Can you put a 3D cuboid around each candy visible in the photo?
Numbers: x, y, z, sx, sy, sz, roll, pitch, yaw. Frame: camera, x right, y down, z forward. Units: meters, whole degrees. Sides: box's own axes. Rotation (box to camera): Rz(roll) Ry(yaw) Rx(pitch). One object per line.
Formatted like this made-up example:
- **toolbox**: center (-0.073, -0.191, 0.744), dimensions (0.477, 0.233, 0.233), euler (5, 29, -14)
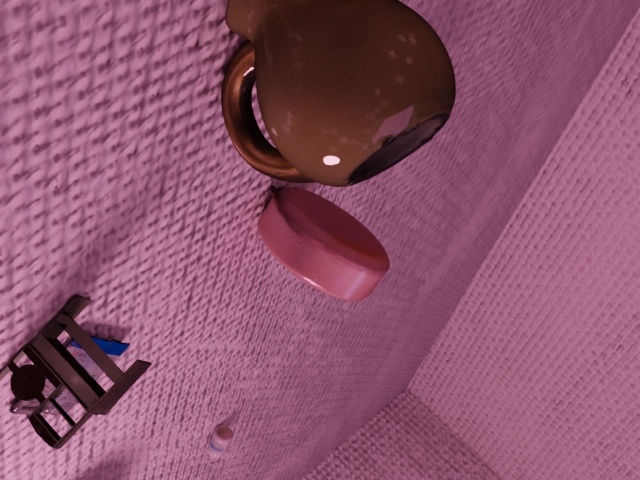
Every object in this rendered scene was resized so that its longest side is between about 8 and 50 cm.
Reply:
- **candy**: center (0.000, 0.000, 1.655), dimensions (0.094, 0.255, 0.255), euler (-55, 160, 17)

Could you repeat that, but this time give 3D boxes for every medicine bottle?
- **medicine bottle**: center (-0.261, 0.522, 2.414), dimensions (0.052, 0.052, 0.089), euler (-29, 155, -44)

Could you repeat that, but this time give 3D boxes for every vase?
- **vase**: center (-0.014, -0.210, 1.189), dimensions (0.329, 0.302, 0.241), euler (-39, 170, 38)

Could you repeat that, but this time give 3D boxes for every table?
- **table**: center (-0.363, 0.193, 1.368), dimensions (0.175, 0.146, 0.062), euler (-47, 162, -2)

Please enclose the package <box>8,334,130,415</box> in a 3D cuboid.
- **package**: center (-0.405, 0.223, 1.529), dimensions (0.173, 0.027, 0.171), euler (-48, 158, 1)
